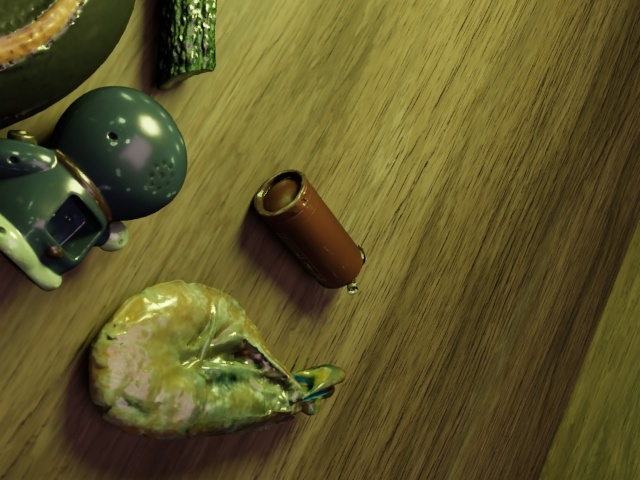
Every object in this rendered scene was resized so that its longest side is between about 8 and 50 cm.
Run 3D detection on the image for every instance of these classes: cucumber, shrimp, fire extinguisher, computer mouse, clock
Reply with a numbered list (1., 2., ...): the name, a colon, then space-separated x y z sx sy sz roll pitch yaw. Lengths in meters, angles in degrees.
1. cucumber: -0.163 -0.322 0.804 0.077 0.077 0.265 -5 102 -46
2. shrimp: -0.138 0.191 0.961 0.446 0.110 0.221 21 77 -44
3. fire extinguisher: 0.000 0.000 1.052 0.105 0.105 0.269 -57 134 -19
4. computer mouse: -0.293 -0.187 0.621 0.116 0.183 0.323 46 66 -12
5. clock: -0.260 -0.064 0.720 0.243 0.146 0.199 -46 141 -22
